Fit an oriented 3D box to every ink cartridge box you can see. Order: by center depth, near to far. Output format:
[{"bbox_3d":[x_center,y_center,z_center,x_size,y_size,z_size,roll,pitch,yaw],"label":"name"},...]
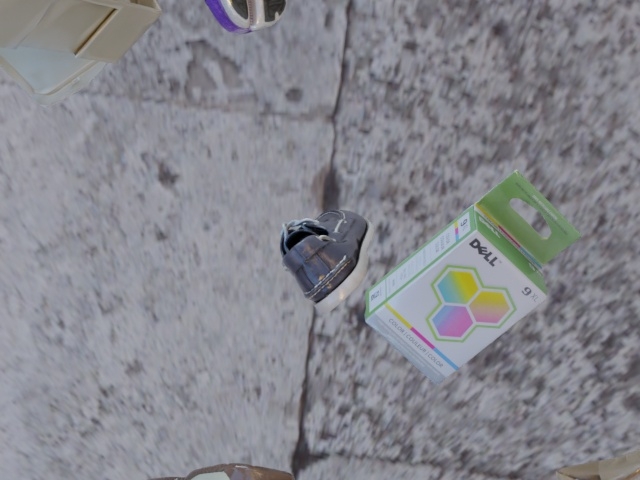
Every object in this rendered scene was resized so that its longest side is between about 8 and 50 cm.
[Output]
[{"bbox_3d":[0.155,0.039,1.555,0.209,0.062,0.109,-40,111,20],"label":"ink cartridge box"}]

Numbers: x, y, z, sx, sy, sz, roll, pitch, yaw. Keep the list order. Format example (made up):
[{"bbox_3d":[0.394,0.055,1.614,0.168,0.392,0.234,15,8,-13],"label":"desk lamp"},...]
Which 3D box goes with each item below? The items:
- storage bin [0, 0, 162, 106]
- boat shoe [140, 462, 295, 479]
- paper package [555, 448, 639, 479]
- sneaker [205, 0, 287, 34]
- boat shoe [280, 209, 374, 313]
[{"bbox_3d":[-0.251,-0.197,0.911,0.260,0.262,0.123,45,101,6],"label":"storage bin"},{"bbox_3d":[-0.105,0.242,1.243,0.095,0.257,0.095,12,71,-21],"label":"boat shoe"},{"bbox_3d":[0.380,0.372,1.433,0.168,0.325,0.309,-26,48,22],"label":"paper package"},{"bbox_3d":[-0.073,-0.176,0.841,0.068,0.071,0.170,-3,57,-47],"label":"sneaker"},{"bbox_3d":[0.000,0.000,1.328,0.075,0.206,0.065,-43,101,10],"label":"boat shoe"}]
